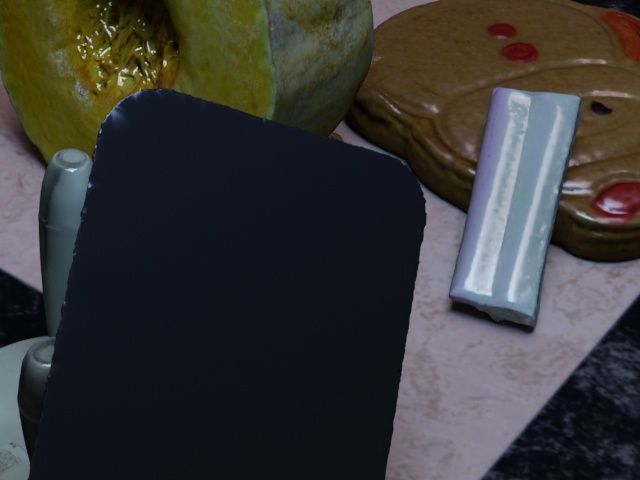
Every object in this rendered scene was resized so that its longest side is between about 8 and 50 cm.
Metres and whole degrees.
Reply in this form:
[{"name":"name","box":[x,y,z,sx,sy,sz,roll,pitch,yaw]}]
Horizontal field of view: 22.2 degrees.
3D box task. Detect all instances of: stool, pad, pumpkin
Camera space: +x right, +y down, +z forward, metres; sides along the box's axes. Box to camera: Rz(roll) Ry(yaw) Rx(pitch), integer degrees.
[{"name":"stool","box":[-0.184,0.077,1.147,0.195,0.198,0.195,31,47,30]},{"name":"pad","box":[-0.099,0.098,1.041,0.315,0.375,0.063,16,-11,-28]},{"name":"pumpkin","box":[-0.103,-0.185,1.402,0.332,0.332,0.199,35,35,30]}]

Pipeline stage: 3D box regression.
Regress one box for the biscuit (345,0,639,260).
[{"name":"biscuit","box":[0.215,-0.122,1.540,0.359,0.074,0.381,-13,40,-17]}]

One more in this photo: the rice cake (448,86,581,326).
[{"name":"rice cake","box":[0.164,-0.033,1.383,0.080,0.042,0.221,10,64,11]}]

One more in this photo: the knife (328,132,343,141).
[{"name":"knife","box":[0.000,-0.002,1.402,0.047,0.017,0.297,13,40,-1]}]
